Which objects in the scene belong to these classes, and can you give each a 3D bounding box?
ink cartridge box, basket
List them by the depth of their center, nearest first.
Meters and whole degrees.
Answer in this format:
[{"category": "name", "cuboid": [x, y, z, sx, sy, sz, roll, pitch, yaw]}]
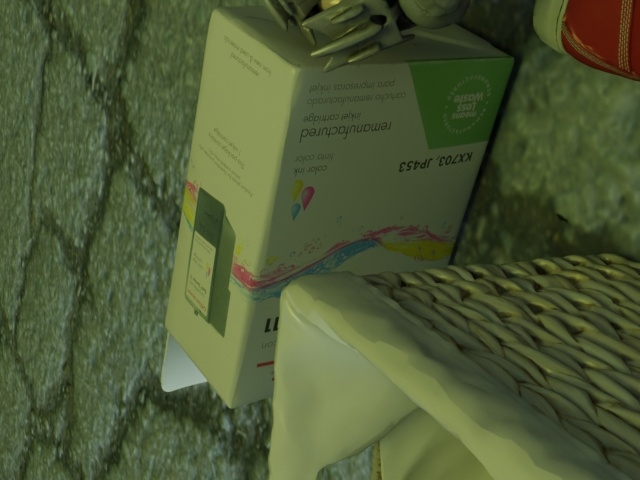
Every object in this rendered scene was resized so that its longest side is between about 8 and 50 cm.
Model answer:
[{"category": "basket", "cuboid": [0.144, 0.206, 0.517, 0.331, 0.267, 0.328, 34, 124, 55]}, {"category": "ink cartridge box", "cuboid": [0.000, 0.000, 0.749, 0.119, 0.207, 0.353, 43, 131, 40]}]

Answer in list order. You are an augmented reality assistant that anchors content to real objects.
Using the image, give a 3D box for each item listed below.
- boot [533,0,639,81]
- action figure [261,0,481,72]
[{"category": "boot", "cuboid": [0.225, -0.191, 0.510, 0.176, 0.088, 0.244, 41, 136, 41]}, {"category": "action figure", "cuboid": [0.042, -0.200, 0.621, 0.285, 0.185, 0.099, -112, 4, -62]}]
